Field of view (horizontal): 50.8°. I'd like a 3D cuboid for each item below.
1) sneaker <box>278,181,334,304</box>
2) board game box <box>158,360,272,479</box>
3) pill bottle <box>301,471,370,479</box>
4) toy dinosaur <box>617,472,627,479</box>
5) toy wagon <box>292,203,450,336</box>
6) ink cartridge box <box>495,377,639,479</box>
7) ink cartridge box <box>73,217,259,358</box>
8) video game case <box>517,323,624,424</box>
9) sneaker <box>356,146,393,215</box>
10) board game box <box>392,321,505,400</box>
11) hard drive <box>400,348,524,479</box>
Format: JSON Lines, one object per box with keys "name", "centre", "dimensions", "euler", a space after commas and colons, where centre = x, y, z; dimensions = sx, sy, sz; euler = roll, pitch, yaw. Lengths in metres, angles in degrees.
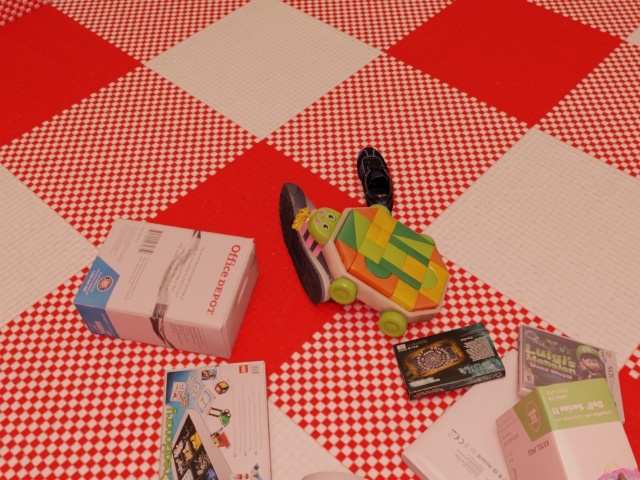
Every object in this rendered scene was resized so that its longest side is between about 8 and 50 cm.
{"name": "sneaker", "centre": [0.000, 0.000, 1.478], "dimensions": [0.131, 0.112, 0.319], "euler": [-6, 55, -22]}
{"name": "board game box", "centre": [-0.187, 0.367, 1.205], "dimensions": [0.192, 0.053, 0.305], "euler": [-5, 51, -3]}
{"name": "pill bottle", "centre": [0.016, 0.521, 0.994], "dimensions": [0.176, 0.176, 0.319], "euler": [3, 51, 5]}
{"name": "toy dinosaur", "centre": [0.432, 0.441, 0.824], "dimensions": [0.200, 0.127, 0.296], "euler": [-26, 65, -7]}
{"name": "toy wagon", "centre": [0.103, 0.030, 1.379], "dimensions": [0.344, 0.068, 0.267], "euler": [33, 45, -5]}
{"name": "ink cartridge box", "centre": [0.394, 0.412, 1.015], "dimensions": [0.119, 0.207, 0.354], "euler": [-5, 61, -9]}
{"name": "ink cartridge box", "centre": [-0.304, 0.095, 1.383], "dimensions": [0.307, 0.129, 0.223], "euler": [9, 51, 9]}
{"name": "video game case", "centre": [0.463, 0.246, 1.258], "dimensions": [0.190, 0.022, 0.173], "euler": [17, 39, 4]}
{"name": "sneaker", "centre": [0.132, -0.153, 1.593], "dimensions": [0.081, 0.090, 0.232], "euler": [-7, 51, -4]}
{"name": "board game box", "centre": [0.243, 0.230, 1.291], "dimensions": [0.186, 0.026, 0.126], "euler": [-14, 40, 0]}
{"name": "hard drive", "centre": [0.323, 0.356, 1.203], "dimensions": [0.307, 0.040, 0.203], "euler": [-35, 58, -24]}
